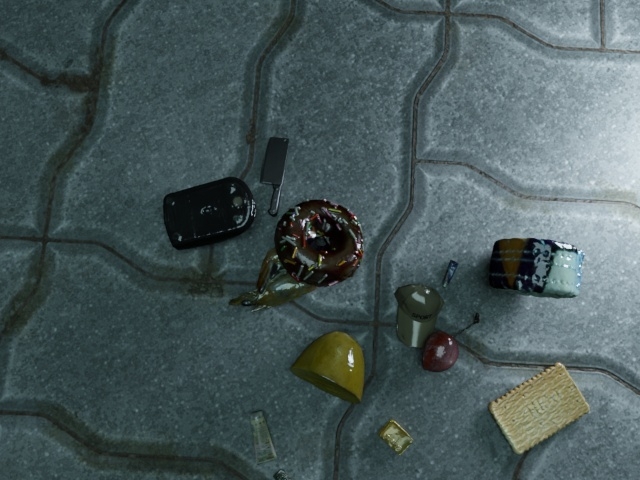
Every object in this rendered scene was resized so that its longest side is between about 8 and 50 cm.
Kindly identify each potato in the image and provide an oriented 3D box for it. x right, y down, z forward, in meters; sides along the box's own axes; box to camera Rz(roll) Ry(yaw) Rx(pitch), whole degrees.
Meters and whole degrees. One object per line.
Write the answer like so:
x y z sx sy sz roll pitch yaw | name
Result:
0.044 0.327 1.357 0.203 0.178 0.158 19 65 27 | potato

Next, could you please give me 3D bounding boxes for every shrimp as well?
-0.122 0.098 1.431 0.317 0.077 0.168 -22 73 -8 | shrimp

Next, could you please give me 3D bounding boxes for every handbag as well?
0.207 0.543 1.382 0.061 0.027 0.083 -44 85 -7 | handbag

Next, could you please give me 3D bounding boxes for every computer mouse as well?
-0.312 -0.077 1.436 0.269 0.100 0.170 -13 77 3 | computer mouse

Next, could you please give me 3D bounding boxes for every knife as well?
-0.144 -0.193 1.499 0.072 0.019 0.245 6 79 5 | knife

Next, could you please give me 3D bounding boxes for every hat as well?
0.281 0.214 1.403 0.147 0.085 0.175 7 80 0 | hat

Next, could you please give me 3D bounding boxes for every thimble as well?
0.581 0.078 1.356 0.237 0.237 0.150 9 84 1 | thimble

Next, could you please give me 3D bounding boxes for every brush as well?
-0.057 0.705 1.356 0.034 0.027 0.190 -41 85 -4 | brush

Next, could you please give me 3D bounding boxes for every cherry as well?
0.359 0.274 1.391 0.225 0.090 0.107 -48 119 -15 | cherry

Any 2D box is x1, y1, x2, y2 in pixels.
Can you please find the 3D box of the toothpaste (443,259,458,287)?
0.374 0.098 1.456 0.027 0.019 0.083 21 80 27 | toothpaste

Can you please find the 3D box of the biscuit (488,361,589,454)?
0.606 0.465 1.395 0.249 0.030 0.160 -30 82 -5 | biscuit

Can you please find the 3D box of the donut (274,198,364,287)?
0.000 0.000 1.391 0.269 0.103 0.270 6 61 -10 | donut

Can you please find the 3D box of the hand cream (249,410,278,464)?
-0.161 0.540 1.380 0.061 0.039 0.143 -12 91 -9 | hand cream
